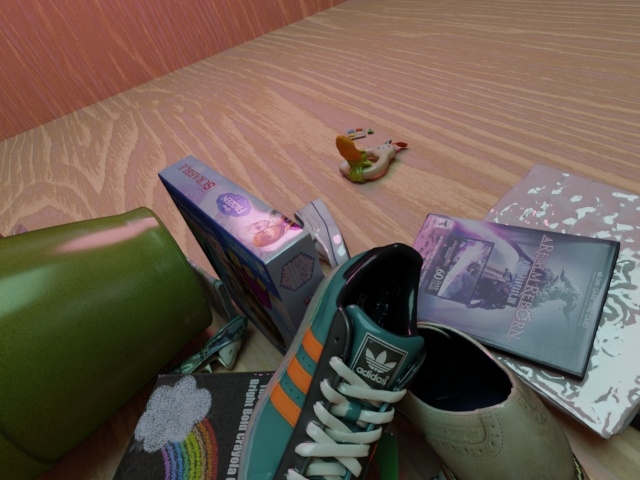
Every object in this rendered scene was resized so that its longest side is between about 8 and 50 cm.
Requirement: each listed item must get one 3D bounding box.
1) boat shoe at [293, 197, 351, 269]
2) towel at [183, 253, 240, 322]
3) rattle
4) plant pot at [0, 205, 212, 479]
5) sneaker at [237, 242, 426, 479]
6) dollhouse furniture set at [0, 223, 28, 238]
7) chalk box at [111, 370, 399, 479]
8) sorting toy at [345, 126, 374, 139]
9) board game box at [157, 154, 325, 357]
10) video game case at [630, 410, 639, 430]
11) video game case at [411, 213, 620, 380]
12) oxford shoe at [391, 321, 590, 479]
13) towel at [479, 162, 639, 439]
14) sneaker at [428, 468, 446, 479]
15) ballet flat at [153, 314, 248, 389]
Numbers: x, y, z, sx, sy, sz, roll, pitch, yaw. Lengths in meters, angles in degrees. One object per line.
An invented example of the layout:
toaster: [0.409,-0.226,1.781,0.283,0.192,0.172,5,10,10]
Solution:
boat shoe: [0.000,0.000,0.840,0.084,0.095,0.258,-23,29,-1]
towel: [-0.213,0.091,0.782,0.023,0.113,0.152,-34,41,-28]
rattle: [0.130,-0.252,1.043,0.200,0.142,0.130,-35,24,-12]
plant pot: [-0.381,0.121,0.635,0.353,0.366,0.367,-31,41,-25]
sneaker: [0.019,0.125,0.353,0.108,0.121,0.301,27,56,-11]
dollhouse furniture set: [-0.592,0.001,0.952,0.304,0.198,0.286,-20,40,-4]
chalk box: [-0.055,0.273,0.467,0.290,0.179,0.180,-5,40,13]
sorting toy: [0.119,-0.329,1.227,0.084,0.012,0.062,-11,40,8]
board game box: [-0.092,0.058,0.617,0.066,0.317,0.319,-36,43,-20]
video game case: [0.429,0.114,0.587,0.248,0.035,0.275,-33,42,-18]
video game case: [0.248,0.059,0.590,0.275,0.026,0.196,13,63,40]
oxford shoe: [0.129,0.146,0.477,0.141,0.146,0.397,-27,11,-12]
towel: [0.349,0.053,0.586,0.332,0.053,0.317,-44,44,-8]
sneaker: [0.156,0.299,0.424,0.275,0.106,0.110,-36,53,-22]
ballet flat: [-0.186,0.207,0.688,0.188,0.070,0.070,-38,44,-20]
